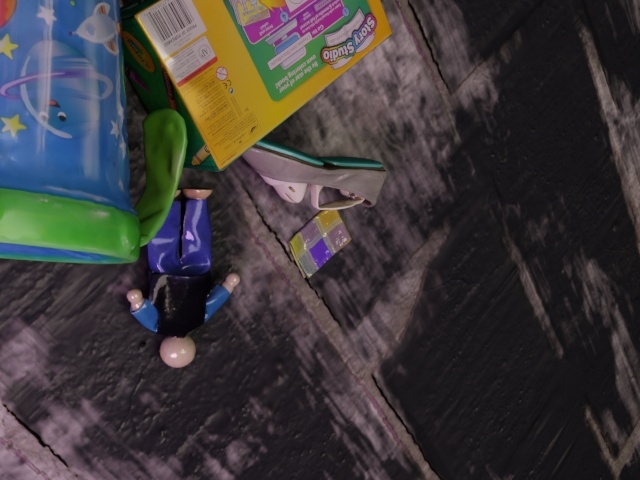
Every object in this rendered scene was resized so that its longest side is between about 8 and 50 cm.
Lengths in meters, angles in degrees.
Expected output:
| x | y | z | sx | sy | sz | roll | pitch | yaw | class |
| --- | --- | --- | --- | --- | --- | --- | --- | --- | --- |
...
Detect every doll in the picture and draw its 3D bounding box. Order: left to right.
| x | y | z | sx | sy | sz | roll | pitch | yaw | class |
| --- | --- | --- | --- | --- | --- | --- | --- | --- | --- |
| -0.141 | 0.040 | 0.788 | 0.129 | 0.046 | 0.189 | -2 | 99 | -39 | doll |

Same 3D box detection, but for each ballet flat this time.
| x | y | z | sx | sy | sz | roll | pitch | yaw | class |
| --- | --- | --- | --- | --- | --- | --- | --- | --- | --- |
| -0.010 | -0.070 | 0.863 | 0.213 | 0.072 | 0.068 | 6 | 106 | -40 | ballet flat |

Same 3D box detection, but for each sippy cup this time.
| x | y | z | sx | sy | sz | roll | pitch | yaw | class |
| --- | --- | --- | --- | --- | --- | --- | --- | --- | --- |
| -0.245 | -0.103 | 0.573 | 0.239 | 0.305 | 0.224 | 4 | 84 | 3 | sippy cup |

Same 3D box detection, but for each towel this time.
| x | y | z | sx | sy | sz | roll | pitch | yaw | class |
| --- | --- | --- | --- | --- | --- | --- | --- | --- | --- |
| 0.000 | 0.000 | 0.922 | 0.083 | 0.009 | 0.060 | -40 | 122 | -28 | towel |

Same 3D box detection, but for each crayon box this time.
| x | y | z | sx | sy | sz | roll | pitch | yaw | class |
| --- | --- | --- | --- | --- | --- | --- | --- | --- | --- |
| -0.063 | -0.217 | 0.780 | 0.278 | 0.081 | 0.165 | -43 | 123 | -27 | crayon box |
